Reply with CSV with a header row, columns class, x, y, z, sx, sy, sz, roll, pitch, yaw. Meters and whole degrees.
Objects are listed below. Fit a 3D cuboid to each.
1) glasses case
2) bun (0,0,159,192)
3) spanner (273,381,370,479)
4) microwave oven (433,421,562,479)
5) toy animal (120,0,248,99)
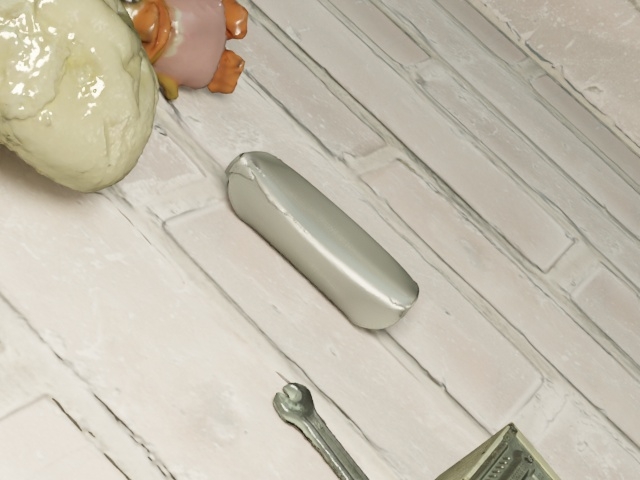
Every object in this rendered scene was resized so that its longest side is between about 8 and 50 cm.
class,x,y,z,sx,sy,sz,roll,pitch,yaw
glasses case,0.001,-0.001,1.535,0.308,0.083,0.128,43,24,7
bun,-0.318,-0.235,1.273,0.359,0.211,0.360,50,2,-2
spanner,0.047,0.280,1.263,0.302,0.017,0.071,49,31,15
microwave oven,0.214,0.349,1.209,0.240,0.145,0.194,51,28,7
toy animal,-0.244,-0.302,1.602,0.169,0.195,0.281,10,6,35
